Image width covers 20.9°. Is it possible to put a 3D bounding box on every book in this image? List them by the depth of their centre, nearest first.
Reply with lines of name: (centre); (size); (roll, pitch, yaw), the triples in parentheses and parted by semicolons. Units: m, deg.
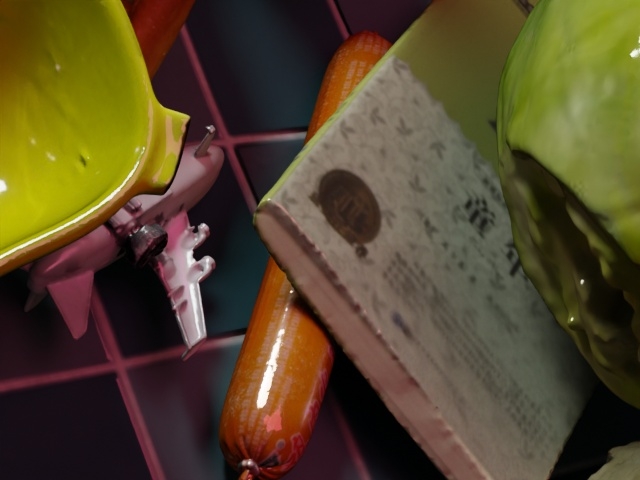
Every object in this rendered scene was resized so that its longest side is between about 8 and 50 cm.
book: (0.109, -0.021, 1.074); (0.239, 0.035, 0.352); (51, 43, -12)

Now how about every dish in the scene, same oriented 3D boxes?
dish: (-0.210, -0.052, 0.844); (0.262, 0.108, 0.221); (-21, 78, -20)

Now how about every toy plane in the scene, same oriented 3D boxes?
toy plane: (-0.106, -0.014, 0.950); (0.162, 0.065, 0.171); (42, 52, 8)

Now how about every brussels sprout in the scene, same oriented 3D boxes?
brussels sprout: (0.235, -0.029, 0.992); (0.344, 0.268, 0.344); (-6, 97, -53)

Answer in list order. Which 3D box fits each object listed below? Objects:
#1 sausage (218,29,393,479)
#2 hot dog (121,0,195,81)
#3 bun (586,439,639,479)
sausage: (0.000, 0.000, 1.017); (0.053, 0.053, 0.347); (29, 51, -17)
hot dog: (-0.137, -0.199, 0.975); (0.150, 0.153, 0.256); (17, 55, -26)
bun: (0.197, 0.170, 0.987); (0.166, 0.173, 0.113); (-43, 75, -11)
